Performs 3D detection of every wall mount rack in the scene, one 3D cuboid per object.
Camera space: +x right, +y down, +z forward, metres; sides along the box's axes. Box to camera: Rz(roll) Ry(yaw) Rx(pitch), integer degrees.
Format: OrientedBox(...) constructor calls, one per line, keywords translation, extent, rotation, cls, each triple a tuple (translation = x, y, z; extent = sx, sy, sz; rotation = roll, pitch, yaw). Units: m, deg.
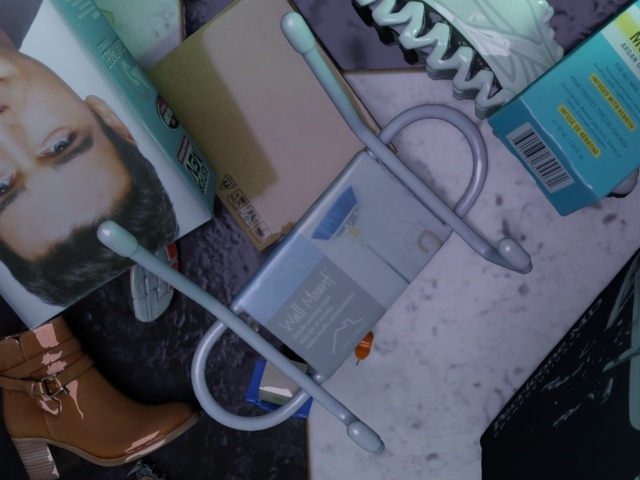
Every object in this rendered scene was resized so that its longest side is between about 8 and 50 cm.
OrientedBox(translation=(0.000, 0.000, 0.799), extent=(0.304, 0.130, 0.350), rotation=(42, 86, -19), cls="wall mount rack")

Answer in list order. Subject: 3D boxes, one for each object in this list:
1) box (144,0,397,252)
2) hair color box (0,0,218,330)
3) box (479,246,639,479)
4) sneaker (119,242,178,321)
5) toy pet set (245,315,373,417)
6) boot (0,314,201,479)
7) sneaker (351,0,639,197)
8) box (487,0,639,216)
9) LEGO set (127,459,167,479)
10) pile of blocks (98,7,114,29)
OrientedBox(translation=(-0.051, -0.115, 0.905), extent=(0.164, 0.021, 0.201), rotation=(-36, 92, 13), cls="box")
OrientedBox(translation=(-0.264, -0.134, 0.783), extent=(0.185, 0.113, 0.374), rotation=(-32, 109, 8), cls="hair color box")
OrientedBox(translation=(0.360, 0.131, 0.649), extent=(0.297, 0.472, 0.480), rotation=(38, 103, 3), cls="box")
OrientedBox(translation=(-0.183, 0.000, 0.937), extent=(0.065, 0.061, 0.157), rotation=(-1, 99, 37), cls="sneaker")
OrientedBox(translation=(-0.017, 0.109, 0.929), extent=(0.122, 0.065, 0.114), rotation=(15, 67, 3), cls="toy pet set")
OrientedBox(translation=(-0.226, 0.144, 0.952), extent=(0.197, 0.073, 0.152), rotation=(-17, 92, 9), cls="boot")
OrientedBox(translation=(0.167, -0.151, 0.827), extent=(0.292, 0.110, 0.118), rotation=(41, 94, 0), cls="sneaker")
OrientedBox(translation=(0.255, -0.132, 0.773), extent=(0.244, 0.060, 0.100), rotation=(-39, 92, -19), cls="box")
OrientedBox(translation=(-0.170, 0.254, 0.988), extent=(0.054, 0.023, 0.083), rotation=(10, 114, 10), cls="LEGO set")
OrientedBox(translation=(-0.362, -0.159, 0.920), extent=(0.362, 0.149, 0.112), rotation=(-15, 54, 2), cls="pile of blocks")
